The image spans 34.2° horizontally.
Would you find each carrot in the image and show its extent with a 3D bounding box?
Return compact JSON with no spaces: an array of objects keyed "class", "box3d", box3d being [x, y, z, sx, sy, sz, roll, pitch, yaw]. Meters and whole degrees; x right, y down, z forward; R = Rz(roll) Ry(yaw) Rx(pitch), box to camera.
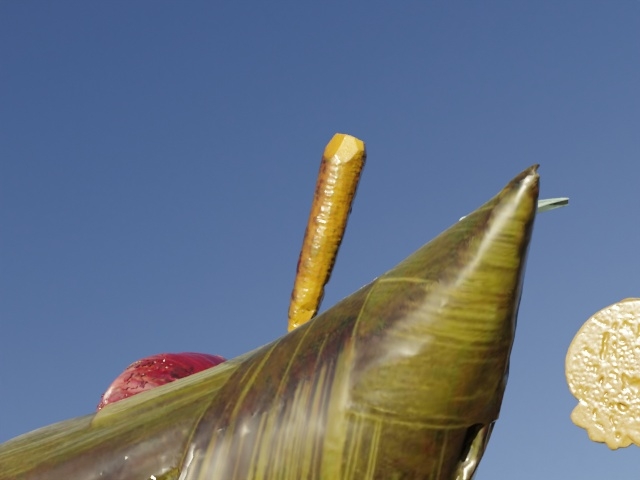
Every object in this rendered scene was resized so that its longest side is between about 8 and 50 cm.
[{"class":"carrot","box3d":[0.000,0.000,1.510,0.066,0.314,0.066,16,-2,1]}]

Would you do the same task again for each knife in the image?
[{"class":"knife","box3d":[0.208,-0.030,1.114,0.028,0.015,0.210,-8,2,40]}]

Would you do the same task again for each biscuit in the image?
[{"class":"biscuit","box3d":[0.340,0.151,1.102,0.170,0.170,0.050,-28,-21,15]}]

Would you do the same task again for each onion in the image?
[{"class":"onion","box3d":[-0.179,0.252,1.254,0.219,0.252,0.252,-13,-24,36]}]

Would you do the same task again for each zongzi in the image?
[{"class":"zongzi","box3d":[-0.070,0.119,0.723,0.403,0.208,0.432,9,-64,2]}]
